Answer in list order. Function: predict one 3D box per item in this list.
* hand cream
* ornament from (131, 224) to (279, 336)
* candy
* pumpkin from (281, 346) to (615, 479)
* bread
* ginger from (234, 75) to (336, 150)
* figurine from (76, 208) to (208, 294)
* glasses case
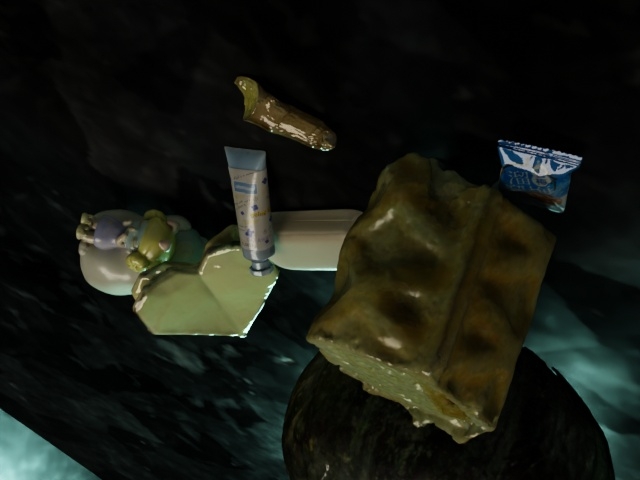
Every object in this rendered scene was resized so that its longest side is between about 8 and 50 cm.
[{"bbox_3d":[-0.085,-0.037,1.680,0.065,0.043,0.170,8,116,31],"label":"hand cream"},{"bbox_3d":[-0.146,0.079,1.835,0.201,0.059,0.180,-26,132,4],"label":"ornament"},{"bbox_3d":[0.225,-0.068,1.402,0.088,0.038,0.136,10,158,5],"label":"candy"},{"bbox_3d":[0.166,0.280,1.714,0.454,0.344,0.454,29,158,13],"label":"pumpkin"},{"bbox_3d":[0.123,0.059,1.457,0.238,0.252,0.196,39,163,-36],"label":"bread"},{"bbox_3d":[-0.044,-0.140,1.517,0.137,0.044,0.057,29,135,-5],"label":"ginger"},{"bbox_3d":[-0.216,0.021,1.880,0.235,0.127,0.155,7,142,14],"label":"figurine"},{"bbox_3d":[0.000,0.000,1.706,0.196,0.050,0.083,1,144,43],"label":"glasses case"}]
